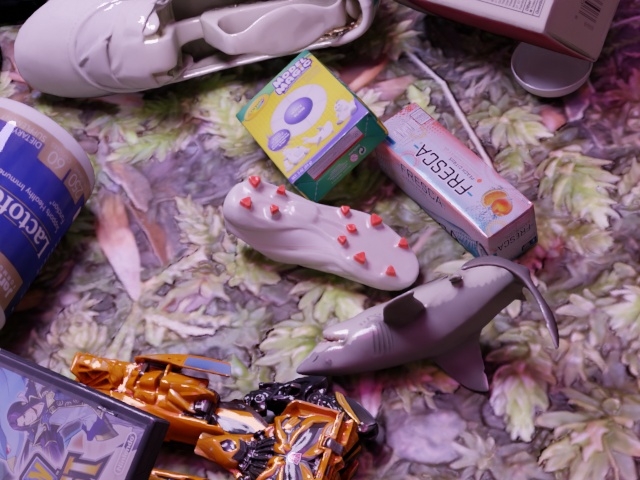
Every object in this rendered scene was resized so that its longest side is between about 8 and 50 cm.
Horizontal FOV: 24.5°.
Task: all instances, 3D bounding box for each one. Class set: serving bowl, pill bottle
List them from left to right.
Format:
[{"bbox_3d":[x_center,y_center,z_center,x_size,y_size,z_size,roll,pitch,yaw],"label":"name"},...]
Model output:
[{"bbox_3d":[-0.342,0.003,1.409,0.153,0.153,0.264,16,59,22],"label":"pill bottle"},{"bbox_3d":[0.237,-0.175,1.505,0.083,0.027,0.083,-6,52,8],"label":"serving bowl"}]

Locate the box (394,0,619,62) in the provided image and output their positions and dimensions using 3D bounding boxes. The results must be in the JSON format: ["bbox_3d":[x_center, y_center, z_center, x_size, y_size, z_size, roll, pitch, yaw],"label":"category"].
[{"bbox_3d":[0.180,-0.287,1.474,0.232,0.127,0.148,24,96,35],"label":"box"}]

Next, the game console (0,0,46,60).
[{"bbox_3d":[-0.426,-0.215,1.664,0.213,0.044,0.361,-6,52,9],"label":"game console"}]

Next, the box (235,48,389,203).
[{"bbox_3d":[-0.015,-0.121,1.470,0.105,0.043,0.179,-43,37,3],"label":"box"}]

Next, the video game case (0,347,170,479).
[{"bbox_3d":[-0.282,0.234,1.224,0.248,0.035,0.274,19,85,24],"label":"video game case"}]

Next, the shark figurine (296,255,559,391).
[{"bbox_3d":[0.128,0.077,1.273,0.166,0.278,0.116,-23,88,-43],"label":"shark figurine"}]

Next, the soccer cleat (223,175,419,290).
[{"bbox_3d":[0.000,0.000,1.401,0.196,0.076,0.068,23,56,3],"label":"soccer cleat"}]

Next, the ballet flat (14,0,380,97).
[{"bbox_3d":[-0.129,-0.224,1.540,0.400,0.139,0.139,-13,52,-2],"label":"ballet flat"}]

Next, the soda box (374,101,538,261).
[{"bbox_3d":[0.127,-0.052,1.411,0.058,0.063,0.183,-35,54,-13],"label":"soda box"}]

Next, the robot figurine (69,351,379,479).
[{"bbox_3d":[-0.095,0.189,1.259,0.291,0.085,0.211,8,56,17],"label":"robot figurine"}]
